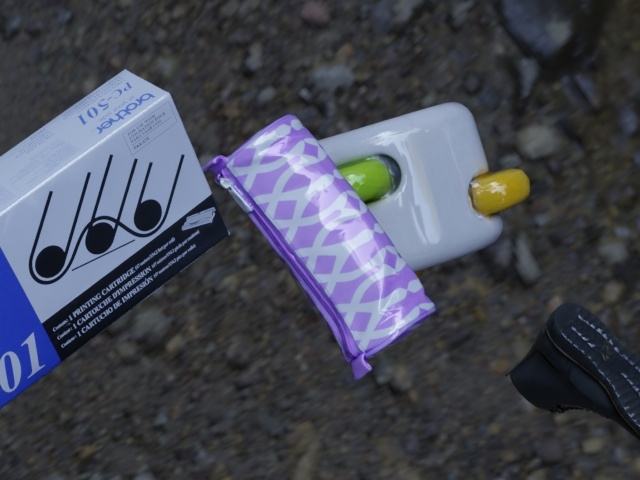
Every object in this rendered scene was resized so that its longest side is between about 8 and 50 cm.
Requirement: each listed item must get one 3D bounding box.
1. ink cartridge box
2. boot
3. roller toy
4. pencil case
[{"bbox_3d":[-0.149,0.014,0.915,0.207,0.046,0.097,-38,131,-20],"label":"ink cartridge box"},{"bbox_3d":[0.301,0.175,2.004,0.077,0.137,0.198,-28,72,-38],"label":"boot"},{"bbox_3d":[0.062,-0.032,1.643,0.209,0.191,0.146,-18,93,-26],"label":"roller toy"},{"bbox_3d":[0.000,0.000,1.409,0.206,0.086,0.088,52,45,7],"label":"pencil case"}]
